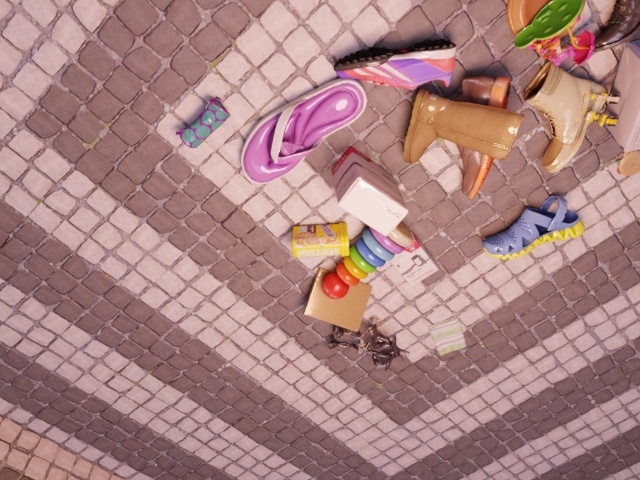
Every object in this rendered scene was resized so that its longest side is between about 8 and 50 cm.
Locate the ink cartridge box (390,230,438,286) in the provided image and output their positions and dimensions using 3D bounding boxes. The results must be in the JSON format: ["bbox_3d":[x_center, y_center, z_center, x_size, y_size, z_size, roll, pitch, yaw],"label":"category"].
[{"bbox_3d":[0.298,0.061,1.589,0.109,0.063,0.150,-35,116,16],"label":"ink cartridge box"}]

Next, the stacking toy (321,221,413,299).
[{"bbox_3d":[0.132,0.067,1.533,0.141,0.141,0.330,35,111,-21],"label":"stacking toy"}]

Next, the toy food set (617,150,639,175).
[{"bbox_3d":[0.940,-0.233,1.475,0.083,0.020,0.083,17,118,-13],"label":"toy food set"}]

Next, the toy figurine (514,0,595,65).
[{"bbox_3d":[0.605,-0.494,1.221,0.159,0.130,0.173,32,136,-30],"label":"toy figurine"}]

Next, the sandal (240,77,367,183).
[{"bbox_3d":[-0.060,-0.297,1.336,0.416,0.102,0.169,-36,116,17],"label":"sandal"}]

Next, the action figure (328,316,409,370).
[{"bbox_3d":[0.176,0.353,1.715,0.275,0.141,0.164,13,118,7],"label":"action figure"}]

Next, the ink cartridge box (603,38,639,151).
[{"bbox_3d":[0.983,-0.406,1.254,0.394,0.151,0.270,-10,141,7],"label":"ink cartridge box"}]

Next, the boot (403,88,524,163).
[{"bbox_3d":[0.366,-0.265,1.297,0.269,0.089,0.236,22,143,16],"label":"boot"}]

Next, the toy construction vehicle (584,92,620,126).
[{"bbox_3d":[0.752,-0.351,1.303,0.098,0.035,0.086,-1,120,-12],"label":"toy construction vehicle"}]

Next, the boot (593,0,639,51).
[{"bbox_3d":[0.735,-0.633,1.203,0.229,0.091,0.263,42,106,-18],"label":"boot"}]

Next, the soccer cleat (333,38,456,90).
[{"bbox_3d":[0.194,-0.440,1.268,0.317,0.109,0.117,-8,125,-1],"label":"soccer cleat"}]

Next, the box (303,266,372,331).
[{"bbox_3d":[0.060,0.200,1.636,0.201,0.021,0.165,21,85,-15],"label":"box"}]

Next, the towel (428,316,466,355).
[{"bbox_3d":[0.470,0.357,1.797,0.113,0.023,0.152,-20,120,10],"label":"towel"}]

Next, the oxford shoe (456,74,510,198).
[{"bbox_3d":[0.433,-0.288,1.381,0.132,0.130,0.364,17,129,22],"label":"oxford shoe"}]

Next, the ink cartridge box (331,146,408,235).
[{"bbox_3d":[0.132,-0.142,1.359,0.171,0.237,0.100,31,114,-19],"label":"ink cartridge box"}]

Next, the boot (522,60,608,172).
[{"bbox_3d":[0.640,-0.337,1.350,0.203,0.095,0.262,19,111,-15],"label":"boot"}]

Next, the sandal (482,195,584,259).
[{"bbox_3d":[0.653,-0.044,1.522,0.317,0.126,0.138,-23,116,1],"label":"sandal"}]

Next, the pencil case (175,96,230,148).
[{"bbox_3d":[-0.319,-0.319,1.331,0.151,0.065,0.070,-39,131,18],"label":"pencil case"}]

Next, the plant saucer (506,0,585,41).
[{"bbox_3d":[0.575,-0.597,1.232,0.199,0.037,0.200,-1,120,-2],"label":"plant saucer"}]

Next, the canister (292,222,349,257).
[{"bbox_3d":[0.000,0.000,1.502,0.169,0.126,0.074,-3,121,1],"label":"canister"}]
